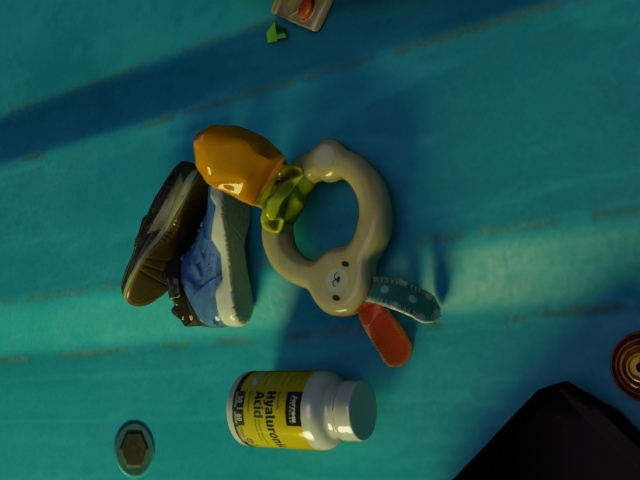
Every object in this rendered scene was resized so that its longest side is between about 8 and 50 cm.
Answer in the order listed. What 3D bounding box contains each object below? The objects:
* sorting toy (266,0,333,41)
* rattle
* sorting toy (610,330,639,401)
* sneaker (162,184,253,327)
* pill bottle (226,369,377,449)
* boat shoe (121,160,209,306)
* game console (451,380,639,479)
[{"bbox_3d":[-0.020,-0.221,0.711,0.062,0.012,0.083,32,100,31],"label":"sorting toy"},{"bbox_3d":[0.000,0.000,0.597,0.130,0.143,0.200,-25,63,7],"label":"rattle"},{"bbox_3d":[0.235,0.066,0.492,0.061,0.042,0.102,41,104,30],"label":"sorting toy"},{"bbox_3d":[-0.112,0.007,0.709,0.084,0.058,0.152,-7,86,23],"label":"sneaker"},{"bbox_3d":[-0.015,0.140,0.625,0.116,0.065,0.065,-7,79,31],"label":"pill bottle"},{"bbox_3d":[-0.153,-0.007,0.744,0.049,0.056,0.152,33,91,36],"label":"boat shoe"},{"bbox_3d":[0.218,0.281,0.471,0.361,0.044,0.213,46,107,28],"label":"game console"}]
